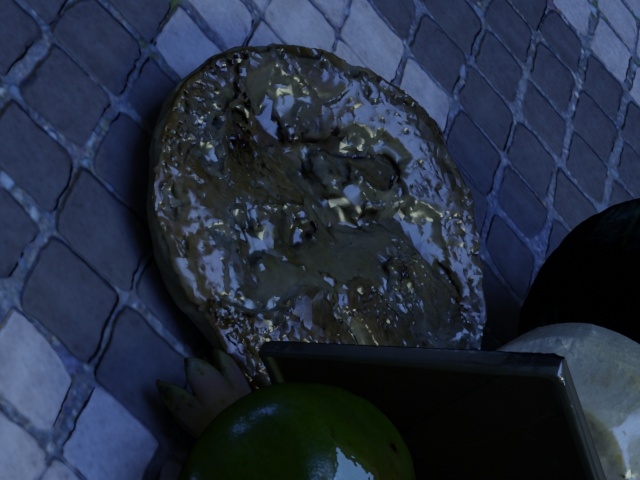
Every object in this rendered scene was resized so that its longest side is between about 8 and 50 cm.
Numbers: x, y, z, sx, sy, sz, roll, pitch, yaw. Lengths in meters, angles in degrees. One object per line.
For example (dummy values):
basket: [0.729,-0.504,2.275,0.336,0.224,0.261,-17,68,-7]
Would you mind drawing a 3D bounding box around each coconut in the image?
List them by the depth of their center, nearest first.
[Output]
coconut: [0.220,0.197,1.578,0.245,0.245,0.247,65,21,6]

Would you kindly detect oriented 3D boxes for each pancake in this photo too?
pancake: [0.000,-0.001,1.583,0.387,0.082,0.387,24,53,-35]

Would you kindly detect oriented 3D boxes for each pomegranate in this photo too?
pomegranate: [-0.037,0.173,1.353,0.187,0.187,0.225,3,36,-52]

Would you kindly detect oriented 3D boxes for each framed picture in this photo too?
framed picture: [0.089,0.155,1.391,0.023,0.260,0.189,-58,137,-41]

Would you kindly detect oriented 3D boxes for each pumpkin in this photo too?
pumpkin: [0.347,0.095,1.764,0.315,0.315,0.238,48,47,-19]
